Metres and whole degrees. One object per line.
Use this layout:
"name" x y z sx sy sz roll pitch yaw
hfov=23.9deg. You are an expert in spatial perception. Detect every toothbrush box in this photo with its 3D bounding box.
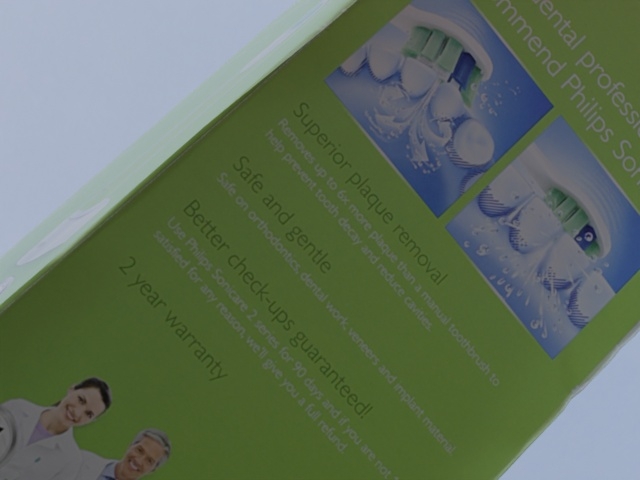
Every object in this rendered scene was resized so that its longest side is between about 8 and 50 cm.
"toothbrush box" 0.000 0.000 0.468 0.283 0.206 0.122 -45 -80 -18
